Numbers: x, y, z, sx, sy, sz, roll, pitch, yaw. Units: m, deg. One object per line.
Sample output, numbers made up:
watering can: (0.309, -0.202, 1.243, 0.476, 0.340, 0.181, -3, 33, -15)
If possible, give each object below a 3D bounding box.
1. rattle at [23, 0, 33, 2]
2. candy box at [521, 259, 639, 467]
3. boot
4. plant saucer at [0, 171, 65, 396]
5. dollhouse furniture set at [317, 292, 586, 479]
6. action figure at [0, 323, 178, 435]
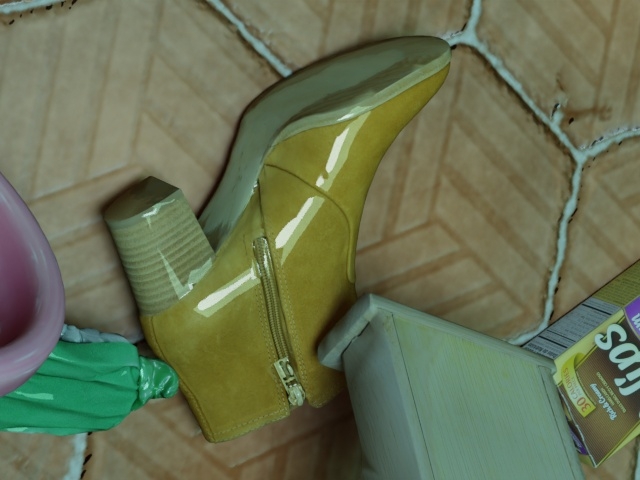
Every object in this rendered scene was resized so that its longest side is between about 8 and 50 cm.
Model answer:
rattle: (-0.113, -0.218, 1.177, 0.199, 0.143, 0.130, -44, 84, 3)
candy box: (0.263, 0.089, 1.415, 0.186, 0.053, 0.109, -35, 114, -16)
boot: (0.000, 0.001, 1.246, 0.295, 0.104, 0.211, -32, 118, -13)
plant saucer: (-0.304, -0.013, 0.971, 0.332, 0.332, 0.084, 30, 111, -28)
dollhouse furniture set: (0.012, 0.273, 1.225, 0.362, 0.256, 0.394, 21, 127, -28)
action figure: (-0.207, 0.088, 1.149, 0.232, 0.063, 0.137, 8, 123, -20)
